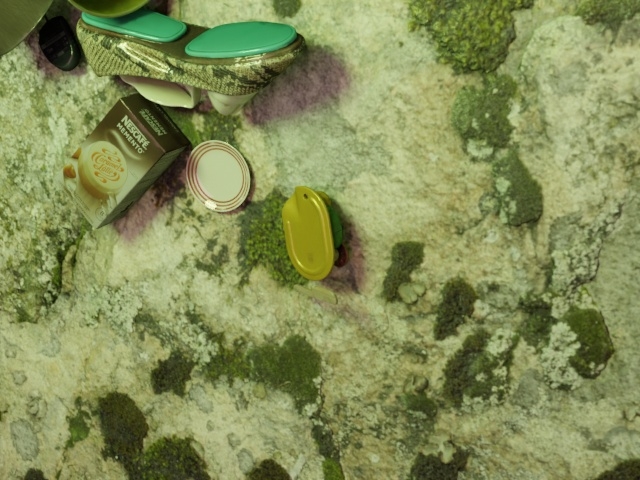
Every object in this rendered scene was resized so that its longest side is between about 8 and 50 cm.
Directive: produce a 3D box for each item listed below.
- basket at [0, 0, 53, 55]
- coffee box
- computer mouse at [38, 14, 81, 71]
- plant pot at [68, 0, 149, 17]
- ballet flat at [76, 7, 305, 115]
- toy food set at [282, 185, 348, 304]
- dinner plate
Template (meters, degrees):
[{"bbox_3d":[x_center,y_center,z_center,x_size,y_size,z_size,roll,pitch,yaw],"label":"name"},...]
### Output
[{"bbox_3d":[-0.624,-0.484,1.549,0.204,0.227,0.154,-54,42,0],"label":"basket"},{"bbox_3d":[-0.394,-0.158,1.679,0.141,0.098,0.246,49,117,3],"label":"coffee box"},{"bbox_3d":[-0.542,-0.448,1.695,0.071,0.041,0.242,-24,89,18],"label":"computer mouse"},{"bbox_3d":[-0.445,-0.577,1.508,0.293,0.274,0.275,33,117,30],"label":"plant pot"},{"bbox_3d":[-0.230,-0.321,1.549,0.482,0.164,0.182,14,132,25],"label":"ballet flat"},{"bbox_3d":[0.000,0.000,1.585,0.128,0.071,0.218,6,107,47],"label":"toy food set"},{"bbox_3d":[-0.197,-0.125,1.652,0.141,0.017,0.141,6,107,21],"label":"dinner plate"}]
